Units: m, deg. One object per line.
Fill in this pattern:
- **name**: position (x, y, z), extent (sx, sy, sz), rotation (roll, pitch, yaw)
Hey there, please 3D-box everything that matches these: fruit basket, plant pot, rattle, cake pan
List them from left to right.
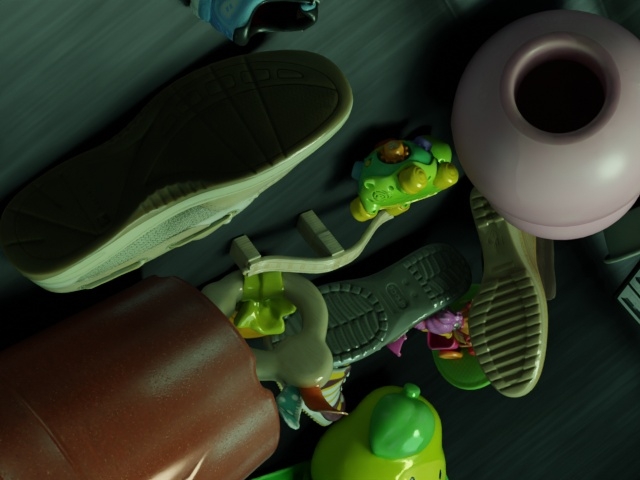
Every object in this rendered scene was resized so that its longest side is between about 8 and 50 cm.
- **plant pot**: position (-0.197, 0.178, 1.320), extent (0.265, 0.272, 0.272), rotation (-33, 155, -29)
- **rattle**: position (-0.042, 0.130, 1.476), extent (0.130, 0.200, 0.143), rotation (-18, 148, -35)
- **fruit basket**: position (0.065, 0.365, 1.965), extent (0.392, 0.283, 0.392), rotation (-23, 167, -6)
- **cake pan**: position (0.478, -0.058, 1.881), extent (0.293, 0.054, 0.293), rotation (-27, 179, 0)

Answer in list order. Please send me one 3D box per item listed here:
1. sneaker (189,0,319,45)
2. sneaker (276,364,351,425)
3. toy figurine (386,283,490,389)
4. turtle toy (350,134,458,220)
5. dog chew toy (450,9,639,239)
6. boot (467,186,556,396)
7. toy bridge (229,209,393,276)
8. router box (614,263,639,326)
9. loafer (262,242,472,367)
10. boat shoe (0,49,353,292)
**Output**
- **sneaker**: position (-0.016, -0.187, 1.139), extent (0.162, 0.073, 0.063), rotation (-27, 152, -22)
- **sneaker**: position (0.008, 0.159, 1.739), extent (0.084, 0.070, 0.185), rotation (-36, 156, 7)
- **toy figurine**: position (0.149, 0.103, 1.763), extent (0.173, 0.130, 0.159), rotation (-8, 165, 43)
- **turtle toy**: position (0.084, -0.068, 1.467), extent (0.130, 0.066, 0.095), rotation (-12, 167, -47)
- **dog chew toy**: position (0.240, -0.093, 1.492), extent (0.206, 0.207, 0.332), rotation (-37, 162, -2)
- **boot**: position (0.236, 0.056, 1.687), extent (0.090, 0.249, 0.207), rotation (-11, 167, 25)
- **toy bridge**: position (0.000, 0.000, 1.477), extent (0.188, 0.063, 0.026), rotation (-22, 150, -30)
- **router box**: position (0.616, 0.003, 2.250), extent (0.308, 0.081, 0.243), rotation (-14, 145, -40)
- **loafer**: position (0.051, 0.087, 1.644), extent (0.251, 0.094, 0.087), rotation (-20, 162, -20)
- **boat shoe**: position (-0.110, -0.052, 1.211), extent (0.302, 0.109, 0.098), rotation (-31, 159, -2)
